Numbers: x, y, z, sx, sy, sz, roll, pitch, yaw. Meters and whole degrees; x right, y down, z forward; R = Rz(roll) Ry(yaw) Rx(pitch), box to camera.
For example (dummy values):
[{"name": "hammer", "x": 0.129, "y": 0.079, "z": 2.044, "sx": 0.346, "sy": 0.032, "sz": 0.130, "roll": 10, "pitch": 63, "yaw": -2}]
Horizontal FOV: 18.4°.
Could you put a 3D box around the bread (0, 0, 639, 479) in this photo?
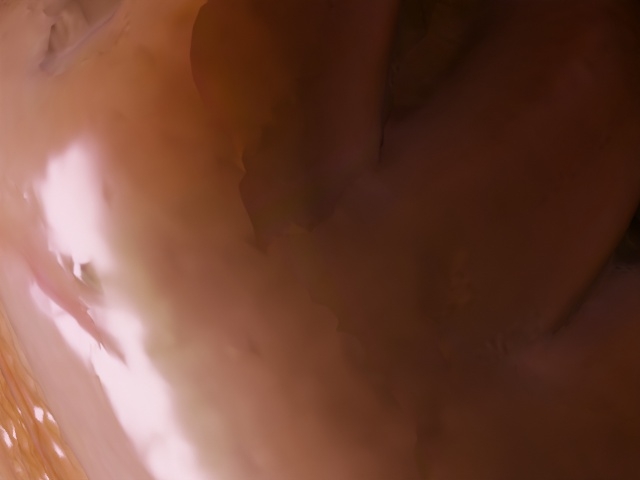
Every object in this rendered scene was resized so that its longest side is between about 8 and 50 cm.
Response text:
[{"name": "bread", "x": 0.000, "y": 0.000, "z": 0.560, "sx": 0.270, "sy": 0.211, "sz": 0.316, "roll": 62, "pitch": 157, "yaw": 3}]
